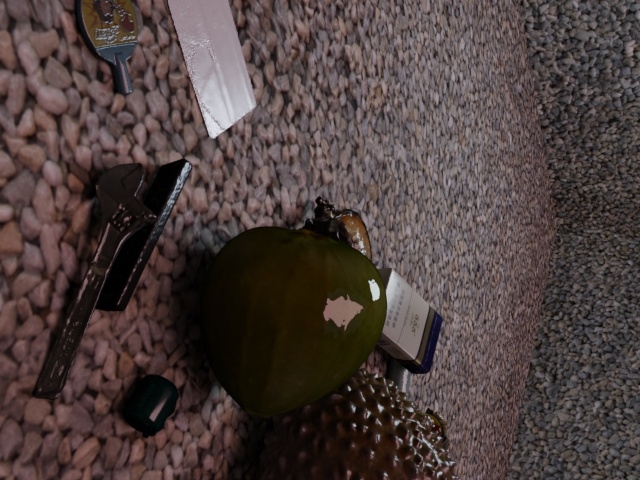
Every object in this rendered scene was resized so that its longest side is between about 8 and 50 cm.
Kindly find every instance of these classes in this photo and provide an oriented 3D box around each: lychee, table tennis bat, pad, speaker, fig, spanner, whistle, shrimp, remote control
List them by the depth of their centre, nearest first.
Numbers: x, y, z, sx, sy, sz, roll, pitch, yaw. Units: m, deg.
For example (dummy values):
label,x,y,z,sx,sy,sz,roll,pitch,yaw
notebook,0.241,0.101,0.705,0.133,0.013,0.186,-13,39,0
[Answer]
label,x,y,z,sx,sy,sz,roll,pitch,yaw
spanner,-0.290,0.046,0.893,0.026,0.093,0.326,120,-11,-74
table tennis bat,-0.278,-0.273,0.930,0.100,0.019,0.155,-34,120,-56
remote control,-0.244,-0.012,0.968,0.025,0.063,0.245,44,55,-40
speaker,-0.237,0.246,1.006,0.075,0.060,0.094,-61,142,-37
fig,-0.054,0.135,1.110,0.316,0.316,0.316,-9,100,-61
pad,-0.170,-0.299,1.138,0.156,0.004,0.232,-49,134,-48
lychee,0.066,0.443,1.272,0.380,0.380,0.432,18,61,-60
shrimp,0.053,0.074,1.524,0.222,0.054,0.291,2,88,-62
whistle,0.201,0.389,1.818,0.062,0.062,0.312,26,70,-59

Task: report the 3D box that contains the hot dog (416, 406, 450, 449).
label,x,y,z,sx,sy,sz,roll,pitch,yaw
hot dog,0.213,0.507,1.733,0.270,0.081,0.163,1,87,-35

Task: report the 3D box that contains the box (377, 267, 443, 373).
label,x,y,z,sx,sy,sz,roll,pitch,yaw
box,0.202,0.202,1.733,0.259,0.071,0.168,44,53,-37

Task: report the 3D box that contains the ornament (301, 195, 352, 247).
label,x,y,z,sx,sy,sz,roll,pitch,yaw
ornament,0.000,0.000,1.359,0.196,0.166,0.153,-75,154,-51
